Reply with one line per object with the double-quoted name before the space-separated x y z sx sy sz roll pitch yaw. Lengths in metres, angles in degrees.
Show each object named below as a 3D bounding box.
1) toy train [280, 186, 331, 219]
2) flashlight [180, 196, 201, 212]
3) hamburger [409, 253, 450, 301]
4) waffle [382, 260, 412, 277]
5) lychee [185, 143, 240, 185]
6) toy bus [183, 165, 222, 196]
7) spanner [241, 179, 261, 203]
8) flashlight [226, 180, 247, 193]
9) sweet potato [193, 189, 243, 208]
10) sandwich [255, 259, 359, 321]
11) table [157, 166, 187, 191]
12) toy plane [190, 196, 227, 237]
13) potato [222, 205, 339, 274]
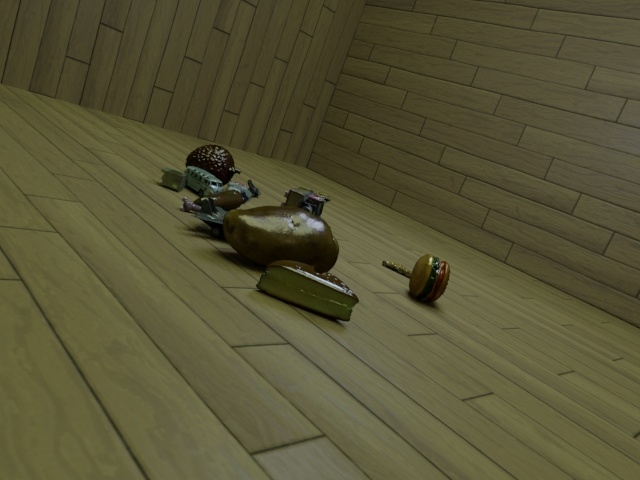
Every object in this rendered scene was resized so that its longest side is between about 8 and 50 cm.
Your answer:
"toy train" -0.061 -0.158 2.368 0.177 0.134 0.261 22 12 8
"flashlight" -0.412 -0.105 1.784 0.110 0.052 0.031 21 -26 -33
"hamburger" 0.360 0.125 1.780 0.115 0.162 0.162 21 12 0
"waffle" 0.310 0.118 2.036 0.097 0.024 0.152 11 16 -34
"lychee" -0.452 -0.316 2.282 0.238 0.200 0.200 9 10 7
"toy bus" -0.458 -0.225 2.099 0.193 0.089 0.087 31 16 36
"spanner" -0.317 -0.211 2.355 0.087 0.024 0.316 62 12 -10
"flashlight" -0.370 -0.225 2.350 0.093 0.048 0.200 21 11 -5
"sweet potato" -0.361 -0.143 1.960 0.075 0.075 0.273 25 17 17
"sandwich" -0.026 0.115 1.312 0.244 0.090 0.088 22 14 3
"table" -0.553 -0.228 2.012 0.083 0.063 0.079 20 12 -5
"toy plane" -0.249 -0.030 1.622 0.267 0.088 0.212 29 13 0
"potato" -0.102 -0.007 1.525 0.368 0.196 0.176 10 -6 -34
